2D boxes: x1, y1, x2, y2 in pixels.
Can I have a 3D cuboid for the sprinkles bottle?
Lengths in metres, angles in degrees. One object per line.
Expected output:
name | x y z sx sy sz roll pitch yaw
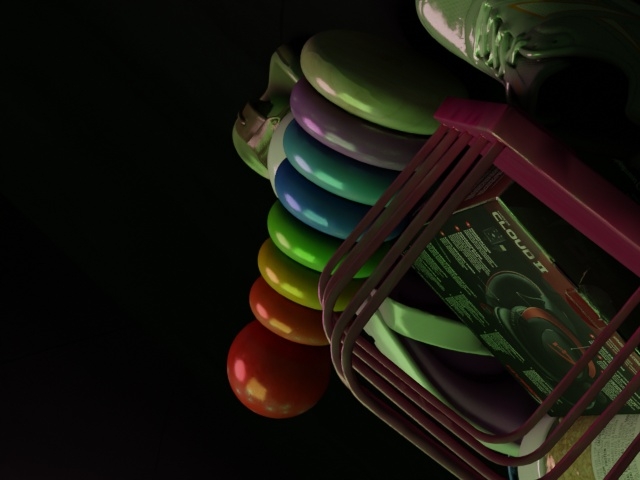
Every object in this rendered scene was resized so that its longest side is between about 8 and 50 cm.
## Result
sprinkles bottle | 0.290 0.170 1.332 0.121 0.121 0.355 47 156 -6

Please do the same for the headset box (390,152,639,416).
headset box | 0.201 0.026 1.302 0.218 0.110 0.293 47 165 -5

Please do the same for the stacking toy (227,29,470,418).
stacking toy | 0.000 0.000 1.364 0.141 0.330 0.141 19 -157 -8

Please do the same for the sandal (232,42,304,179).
sandal | -0.035 -0.100 1.633 0.120 0.086 0.303 45 161 1

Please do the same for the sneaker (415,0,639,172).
sneaker | 0.142 -0.119 1.034 0.262 0.121 0.099 28 129 40

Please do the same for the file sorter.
file sorter | 0.118 0.044 1.018 0.202 0.182 0.290 38 -177 -5

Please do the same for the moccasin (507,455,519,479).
moccasin | 0.280 0.329 1.847 0.138 0.117 0.342 28 156 48

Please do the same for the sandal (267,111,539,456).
sandal | 0.115 0.042 1.475 0.416 0.169 0.102 44 146 -15
